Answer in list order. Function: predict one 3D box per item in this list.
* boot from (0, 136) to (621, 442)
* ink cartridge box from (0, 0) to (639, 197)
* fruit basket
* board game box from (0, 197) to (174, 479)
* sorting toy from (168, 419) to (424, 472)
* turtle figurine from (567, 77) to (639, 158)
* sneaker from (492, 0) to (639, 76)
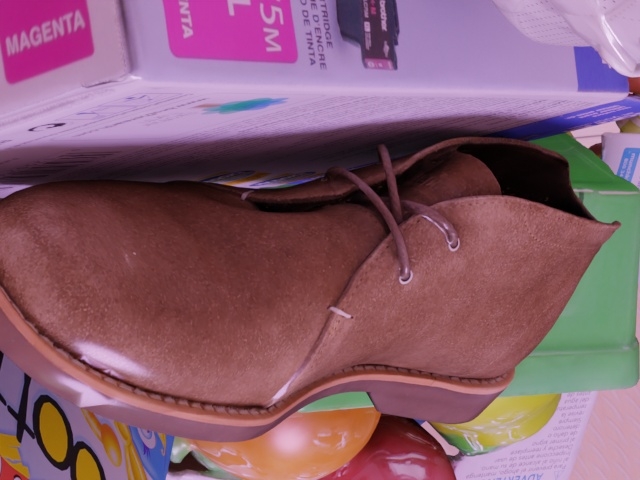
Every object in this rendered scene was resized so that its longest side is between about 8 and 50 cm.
[{"bbox_3d":[0.000,0.000,0.653,0.115,0.112,0.305,-46,152,27],"label":"boot"},{"bbox_3d":[-0.022,-0.059,0.645,0.186,0.065,0.311,-12,173,40],"label":"ink cartridge box"},{"bbox_3d":[0.018,0.094,0.980,0.327,0.353,0.165,-2,-145,-31],"label":"fruit basket"},{"bbox_3d":[-0.152,0.075,0.687,0.142,0.144,0.275,-23,-158,13],"label":"board game box"},{"bbox_3d":[-0.053,0.071,1.088,0.348,0.196,0.047,20,133,-34],"label":"sorting toy"},{"bbox_3d":[0.152,-0.038,1.114,0.269,0.087,0.217,-22,176,29],"label":"turtle figurine"},{"bbox_3d":[0.115,-0.042,0.444,0.108,0.169,0.292,-10,178,-13],"label":"sneaker"}]
